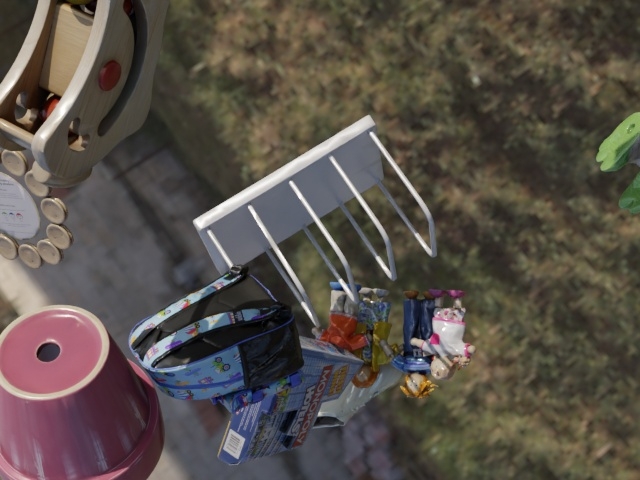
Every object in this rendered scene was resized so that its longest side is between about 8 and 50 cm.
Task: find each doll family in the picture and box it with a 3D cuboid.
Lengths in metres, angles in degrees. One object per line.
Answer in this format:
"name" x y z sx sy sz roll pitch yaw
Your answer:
"doll family" 0.122 0.158 2.180 0.263 0.163 0.118 3 171 20

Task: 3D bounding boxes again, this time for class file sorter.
"file sorter" 0.000 0.000 1.948 0.173 0.277 0.193 57 174 21

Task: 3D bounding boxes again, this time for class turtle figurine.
"turtle figurine" 0.394 0.005 1.502 0.266 0.198 0.274 31 147 -25

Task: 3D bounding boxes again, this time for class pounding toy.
"pounding toy" -0.252 -0.159 1.293 0.155 0.154 0.269 27 119 22

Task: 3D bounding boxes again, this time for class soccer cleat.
"soccer cleat" 0.045 0.253 2.246 0.068 0.196 0.076 76 171 -53

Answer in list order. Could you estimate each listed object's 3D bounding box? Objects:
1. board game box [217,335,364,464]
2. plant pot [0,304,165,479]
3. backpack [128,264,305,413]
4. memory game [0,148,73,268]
"board game box" -0.030 0.205 1.896 0.060 0.194 0.194 29 109 30
"plant pot" -0.284 0.177 1.584 0.201 0.201 0.180 41 153 31
"backpack" -0.122 0.125 1.614 0.158 0.173 0.117 38 147 56
"memory game" -0.377 -0.044 1.727 0.186 0.012 0.186 20 133 23
